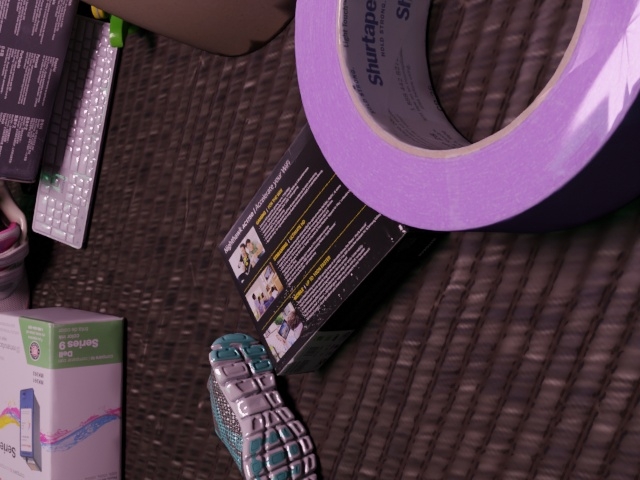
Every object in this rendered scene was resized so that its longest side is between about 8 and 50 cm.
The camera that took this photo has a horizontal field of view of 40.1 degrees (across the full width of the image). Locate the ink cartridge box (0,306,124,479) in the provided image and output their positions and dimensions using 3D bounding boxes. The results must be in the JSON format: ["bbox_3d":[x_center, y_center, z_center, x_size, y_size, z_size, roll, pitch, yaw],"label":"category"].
[{"bbox_3d":[-0.292,0.186,0.965,0.154,0.093,0.212,2,93,47],"label":"ink cartridge box"}]

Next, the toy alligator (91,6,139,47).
[{"bbox_3d":[-0.202,-0.281,0.906,0.051,0.056,0.190,80,-172,-78],"label":"toy alligator"}]

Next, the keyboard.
[{"bbox_3d":[-0.275,-0.121,0.983,0.072,0.014,0.256,18,105,13],"label":"keyboard"}]

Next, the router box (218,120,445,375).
[{"bbox_3d":[0.000,0.000,0.678,0.179,0.046,0.133,-50,55,35],"label":"router box"}]

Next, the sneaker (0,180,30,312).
[{"bbox_3d":[-0.401,0.009,1.040,0.111,0.103,0.252,22,134,40],"label":"sneaker"}]

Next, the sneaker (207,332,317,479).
[{"bbox_3d":[-0.054,0.164,0.738,0.076,0.065,0.166,-58,45,51],"label":"sneaker"}]

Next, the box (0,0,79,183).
[{"bbox_3d":[-0.356,-0.310,1.000,0.318,0.097,0.395,47,123,52],"label":"box"}]

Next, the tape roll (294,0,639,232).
[{"bbox_3d":[0.105,-0.142,0.533,0.275,0.090,0.275,0,90,49],"label":"tape roll"}]

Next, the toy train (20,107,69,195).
[{"bbox_3d":[-0.323,-0.111,1.042,0.158,0.036,0.027,-52,54,34],"label":"toy train"}]

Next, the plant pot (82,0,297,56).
[{"bbox_3d":[-0.169,-0.296,0.699,0.256,0.274,0.256,-1,89,47],"label":"plant pot"}]
